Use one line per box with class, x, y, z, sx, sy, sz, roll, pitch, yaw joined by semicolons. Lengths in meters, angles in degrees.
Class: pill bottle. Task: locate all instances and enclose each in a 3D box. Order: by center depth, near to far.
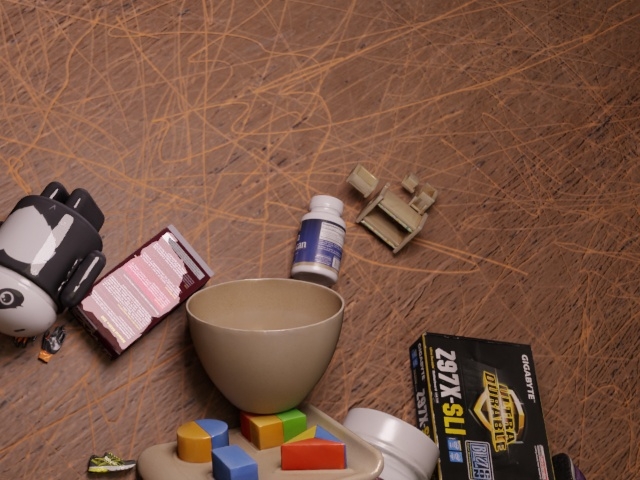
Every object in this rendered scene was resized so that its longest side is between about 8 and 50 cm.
pill bottle;0.055;0.513;1.754;0.224;0.224;0.392;32;64;-10
pill bottle;0.000;0.000;1.972;0.094;0.094;0.169;17;67;-17

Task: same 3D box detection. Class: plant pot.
plant pot;-0.099;0.201;1.793;0.284;0.284;0.191;-7;107;-24

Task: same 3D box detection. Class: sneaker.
sneaker;-0.364;0.387;1.731;0.083;0.031;0.035;0;73;-23
sneaker;0.504;0.544;1.937;0.124;0.107;0.283;45;27;-11

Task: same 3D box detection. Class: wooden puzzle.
wooden puzzle;-0.113;0.360;1.684;0.347;0.322;0.081;-13;104;-24

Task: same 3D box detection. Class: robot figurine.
robot figurine;-0.490;0.032;1.713;0.173;0.209;0.278;39;62;-21

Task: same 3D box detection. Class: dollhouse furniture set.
dollhouse furniture set;0.134;-0.093;2.080;0.182;0.101;0.161;39;38;-6

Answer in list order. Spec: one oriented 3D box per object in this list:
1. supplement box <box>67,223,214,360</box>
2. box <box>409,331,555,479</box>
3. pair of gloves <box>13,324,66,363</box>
supplement box;-0.327;0.094;1.818;0.239;0.073;0.130;-40;90;-29
box;0.319;0.352;1.963;0.257;0.079;0.322;8;57;-18
pair of gloves;-0.498;0.170;1.758;0.083;0.010;0.074;31;64;-11
